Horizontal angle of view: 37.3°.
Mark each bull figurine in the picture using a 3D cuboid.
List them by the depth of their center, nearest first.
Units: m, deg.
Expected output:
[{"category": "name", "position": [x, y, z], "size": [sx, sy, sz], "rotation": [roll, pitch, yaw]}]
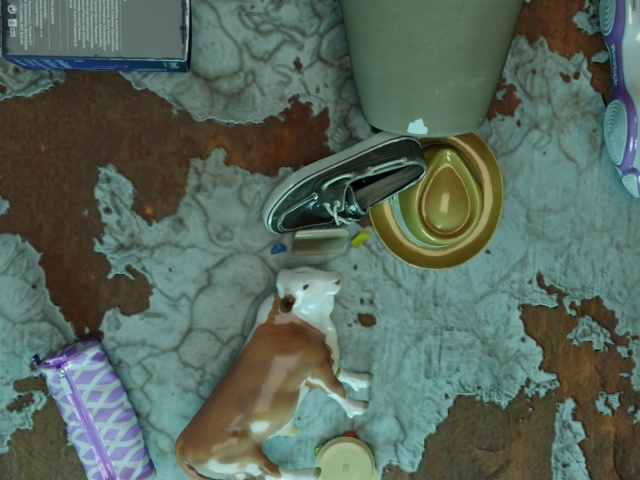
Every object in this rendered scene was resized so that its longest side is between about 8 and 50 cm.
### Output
[{"category": "bull figurine", "position": [-0.044, 0.182, 1.183], "size": [0.188, 0.101, 0.310], "rotation": [37, 90, -10]}]

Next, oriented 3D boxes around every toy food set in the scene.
[{"category": "toy food set", "position": [0.032, 0.294, 1.241], "size": [0.083, 0.020, 0.083], "rotation": [-11, 96, -5]}]

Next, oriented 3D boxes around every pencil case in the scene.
[{"category": "pencil case", "position": [-0.274, 0.219, 1.167], "size": [0.086, 0.088, 0.206], "rotation": [-24, 98, -2]}]

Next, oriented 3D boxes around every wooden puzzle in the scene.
[{"category": "wooden puzzle", "position": [0.000, 0.000, 1.191], "size": [0.116, 0.078, 0.014], "rotation": [-1, 69, -13]}]

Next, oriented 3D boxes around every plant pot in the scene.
[{"category": "plant pot", "position": [0.125, -0.251, 1.113], "size": [0.263, 0.263, 0.229], "rotation": [-1, 114, -6]}]

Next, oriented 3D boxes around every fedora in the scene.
[{"category": "fedora", "position": [0.152, -0.057, 1.196], "size": [0.194, 0.079, 0.194], "rotation": [0, 94, -7]}]

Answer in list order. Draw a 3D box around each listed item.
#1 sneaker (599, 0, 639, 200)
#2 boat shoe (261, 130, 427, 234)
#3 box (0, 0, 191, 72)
[{"category": "sneaker", "position": [0.438, -0.201, 1.197], "size": [0.152, 0.114, 0.305], "rotation": [-3, 95, -5]}, {"category": "boat shoe", "position": [0.026, -0.059, 1.154], "size": [0.219, 0.070, 0.078], "rotation": [-30, 138, 15]}, {"category": "box", "position": [-0.253, -0.255, 1.096], "size": [0.207, 0.153, 0.108], "rotation": [0, 95, -6]}]
